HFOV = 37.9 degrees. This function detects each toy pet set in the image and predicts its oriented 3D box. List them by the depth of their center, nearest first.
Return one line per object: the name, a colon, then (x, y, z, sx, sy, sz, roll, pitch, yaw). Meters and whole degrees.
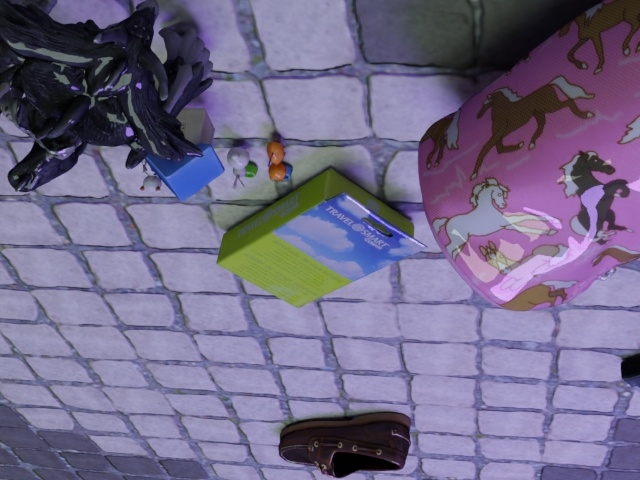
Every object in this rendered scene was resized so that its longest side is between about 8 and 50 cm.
toy pet set: (-0.095, -0.054, 0.758, 0.122, 0.065, 0.114, 2, 158, 10)

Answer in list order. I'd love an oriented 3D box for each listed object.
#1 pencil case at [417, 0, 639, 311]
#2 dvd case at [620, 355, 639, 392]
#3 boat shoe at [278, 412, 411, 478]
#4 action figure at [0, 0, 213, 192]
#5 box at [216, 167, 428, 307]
pencil case: (0.243, -0.086, 0.573, 0.167, 0.160, 0.386, 4, 155, -41)
dvd case: (0.469, 0.166, 1.005, 0.239, 0.029, 0.179, 32, 139, -32)
boat shoe: (0.025, 0.278, 1.234, 0.207, 0.073, 0.073, -18, 139, 35)
action figure: (-0.167, -0.118, 0.640, 0.164, 0.140, 0.276, 33, 155, -28)
box: (0.000, 0.000, 0.855, 0.109, 0.042, 0.178, 31, 140, -30)
